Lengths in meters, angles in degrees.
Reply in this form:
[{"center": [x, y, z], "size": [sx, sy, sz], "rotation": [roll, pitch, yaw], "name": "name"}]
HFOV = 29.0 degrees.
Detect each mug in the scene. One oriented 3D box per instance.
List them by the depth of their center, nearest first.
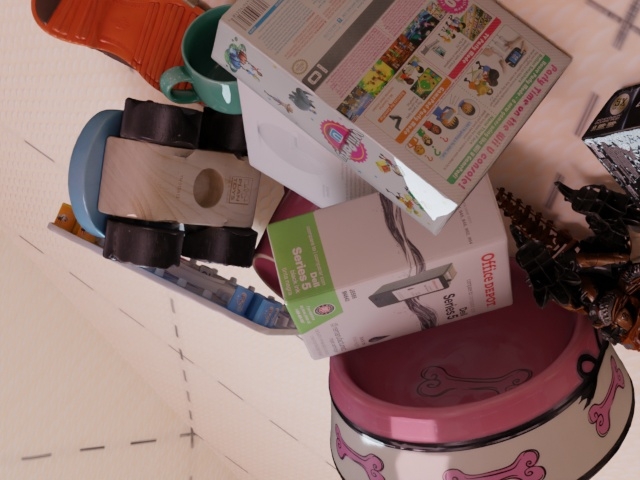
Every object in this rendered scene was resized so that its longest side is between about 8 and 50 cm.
[{"center": [-0.125, -0.232, 1.632], "size": [0.157, 0.130, 0.097], "rotation": [2, 152, 6], "name": "mug"}]

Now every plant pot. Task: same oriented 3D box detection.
[{"center": [0.000, 0.000, 1.836], "size": [0.201, 0.180, 0.201], "rotation": [34, 159, 15], "name": "plant pot"}]

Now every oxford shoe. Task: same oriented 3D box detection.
[{"center": [-0.229, -0.291, 1.772], "size": [0.363, 0.130, 0.132], "rotation": [27, -171, 12], "name": "oxford shoe"}]

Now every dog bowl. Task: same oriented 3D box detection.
[{"center": [0.191, 0.172, 1.606], "size": [0.408, 0.408, 0.150], "rotation": [16, 132, 45], "name": "dog bowl"}]

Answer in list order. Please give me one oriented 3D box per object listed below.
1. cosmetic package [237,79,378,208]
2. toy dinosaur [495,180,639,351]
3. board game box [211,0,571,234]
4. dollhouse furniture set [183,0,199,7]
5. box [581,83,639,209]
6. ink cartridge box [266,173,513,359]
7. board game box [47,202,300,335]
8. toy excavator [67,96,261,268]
[{"center": [0.029, -0.144, 1.564], "size": [0.224, 0.138, 0.224], "rotation": [34, 158, 17], "name": "cosmetic package"}, {"center": [0.318, 0.044, 1.468], "size": [0.321, 0.164, 0.218], "rotation": [18, 166, 31], "name": "toy dinosaur"}, {"center": [0.073, -0.188, 1.292], "size": [0.303, 0.224, 0.097], "rotation": [38, 157, 5], "name": "board game box"}, {"center": [-0.156, -0.415, 1.405], "size": [0.259, 0.135, 0.262], "rotation": [34, 161, -18], "name": "dollhouse furniture set"}, {"center": [0.375, -0.073, 1.226], "size": [0.180, 0.077, 0.147], "rotation": [46, 158, -17], "name": "box"}, {"center": [0.092, 0.030, 1.521], "size": [0.198, 0.272, 0.115], "rotation": [68, -174, -62], "name": "ink cartridge box"}, {"center": [-0.193, 0.050, 2.009], "size": [0.389, 0.050, 0.390], "rotation": [24, -178, 15], "name": "board game box"}, {"center": [-0.252, -0.104, 1.880], "size": [0.445, 0.223, 0.432], "rotation": [14, -173, 41], "name": "toy excavator"}]
